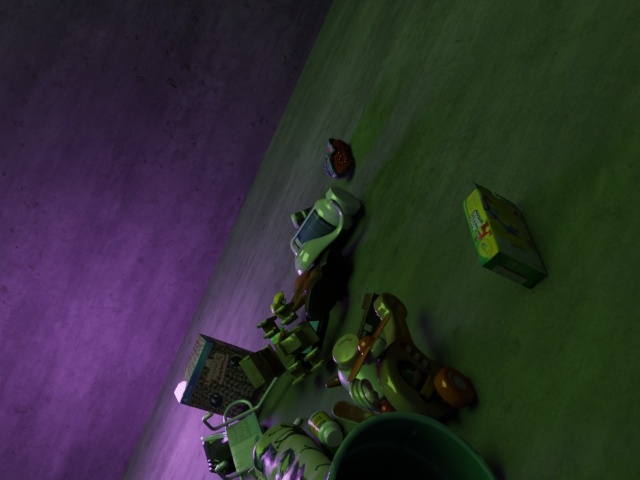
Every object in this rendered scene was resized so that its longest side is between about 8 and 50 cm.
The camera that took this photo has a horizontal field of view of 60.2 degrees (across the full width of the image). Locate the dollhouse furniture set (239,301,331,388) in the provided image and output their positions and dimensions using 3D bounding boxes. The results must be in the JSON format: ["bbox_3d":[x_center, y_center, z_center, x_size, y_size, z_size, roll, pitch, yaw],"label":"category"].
[{"bbox_3d":[-0.106,0.339,1.719,0.242,0.212,0.161,-38,-11,16],"label":"dollhouse furniture set"}]

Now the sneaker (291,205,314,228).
[{"bbox_3d":[-0.039,-0.093,2.241,0.121,0.079,0.217,-20,2,8],"label":"sneaker"}]

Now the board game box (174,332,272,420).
[{"bbox_3d":[-0.343,0.503,2.008,0.141,0.291,0.232,4,72,68],"label":"board game box"}]

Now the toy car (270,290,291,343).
[{"bbox_3d":[-0.144,0.325,1.953,0.225,0.053,0.239,108,152,-57],"label":"toy car"}]

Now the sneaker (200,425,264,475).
[{"bbox_3d":[-0.295,0.738,1.937,0.296,0.104,0.146,-24,74,33],"label":"sneaker"}]

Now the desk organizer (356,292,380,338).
[{"bbox_3d":[0.135,0.213,1.529,0.050,0.047,0.130,-13,55,67],"label":"desk organizer"}]

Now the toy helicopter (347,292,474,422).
[{"bbox_3d":[0.161,0.234,1.185,0.140,0.235,0.355,-55,23,26],"label":"toy helicopter"}]

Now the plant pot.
[{"bbox_3d":[0.098,0.524,0.946,0.341,0.341,0.334,-88,23,-44],"label":"plant pot"}]

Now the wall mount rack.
[{"bbox_3d":[-0.212,0.602,1.781,0.304,0.130,0.350,-27,40,-6],"label":"wall mount rack"}]

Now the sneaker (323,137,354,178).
[{"bbox_3d":[0.068,-0.299,2.196,0.262,0.104,0.125,-90,14,-54],"label":"sneaker"}]

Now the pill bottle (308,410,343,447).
[{"bbox_3d":[0.016,0.506,1.473,0.065,0.065,0.116,-68,22,-5],"label":"pill bottle"}]

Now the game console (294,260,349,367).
[{"bbox_3d":[-0.004,0.245,1.826,0.213,0.044,0.361,-25,46,60],"label":"game console"}]

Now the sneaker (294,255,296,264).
[{"bbox_3d":[-0.046,0.018,2.122,0.083,0.084,0.215,-26,34,59],"label":"sneaker"}]

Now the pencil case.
[{"bbox_3d":[-0.042,0.601,1.371,0.183,0.160,0.410,-53,19,-13],"label":"pencil case"}]

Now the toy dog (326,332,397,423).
[{"bbox_3d":[0.094,0.370,1.271,0.161,0.220,0.333,-41,13,15],"label":"toy dog"}]

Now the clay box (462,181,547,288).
[{"bbox_3d":[0.365,-0.017,1.120,0.053,0.127,0.222,-52,25,34],"label":"clay box"}]

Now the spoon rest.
[{"bbox_3d":[0.000,0.000,1.814,0.276,0.084,0.137,-60,9,12],"label":"spoon rest"}]

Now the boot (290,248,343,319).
[{"bbox_3d":[-0.048,0.180,1.810,0.280,0.096,0.264,-40,32,49],"label":"boot"}]

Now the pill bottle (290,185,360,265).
[{"bbox_3d":[0.019,-0.052,1.933,0.264,0.153,0.153,-55,24,25],"label":"pill bottle"}]
